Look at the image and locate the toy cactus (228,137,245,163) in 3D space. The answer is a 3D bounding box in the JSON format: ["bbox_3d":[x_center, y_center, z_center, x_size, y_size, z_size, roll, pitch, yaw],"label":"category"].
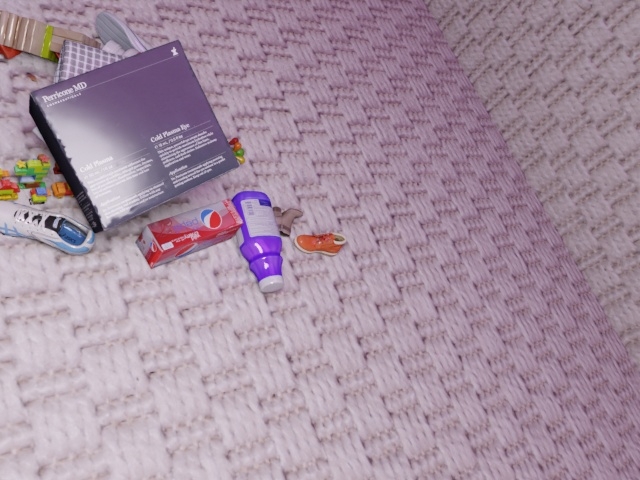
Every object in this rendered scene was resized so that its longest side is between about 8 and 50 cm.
[{"bbox_3d":[-0.321,-0.271,1.700,0.219,0.112,0.180,-23,66,-36],"label":"toy cactus"}]

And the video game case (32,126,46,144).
[{"bbox_3d":[-0.516,-0.244,1.411,0.227,0.026,0.206,46,70,-17],"label":"video game case"}]

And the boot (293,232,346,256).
[{"bbox_3d":[0.000,0.000,1.754,0.157,0.084,0.059,8,58,-32],"label":"boot"}]

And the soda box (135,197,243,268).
[{"bbox_3d":[-0.327,-0.021,1.510,0.263,0.092,0.083,-24,76,-44],"label":"soda box"}]

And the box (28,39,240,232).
[{"bbox_3d":[-0.416,-0.230,1.345,0.343,0.179,0.313,-29,102,-25],"label":"box"}]

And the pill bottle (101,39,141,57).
[{"bbox_3d":[-0.507,-0.454,1.657,0.221,0.124,0.124,33,45,-15],"label":"pill bottle"}]

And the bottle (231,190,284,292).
[{"bbox_3d":[-0.165,0.001,1.619,0.118,0.092,0.283,0,61,-37],"label":"bottle"}]

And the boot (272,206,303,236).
[{"bbox_3d":[-0.099,-0.052,1.750,0.118,0.042,0.087,8,62,-32],"label":"boot"}]

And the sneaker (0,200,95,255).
[{"bbox_3d":[-0.614,-0.038,1.308,0.237,0.086,0.085,21,51,-23],"label":"sneaker"}]

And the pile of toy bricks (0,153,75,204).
[{"bbox_3d":[-0.645,-0.153,1.349,0.212,0.105,0.118,-10,67,-42],"label":"pile of toy bricks"}]

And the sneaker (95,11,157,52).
[{"bbox_3d":[-0.544,-0.563,1.745,0.258,0.094,0.091,47,29,-10],"label":"sneaker"}]

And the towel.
[{"bbox_3d":[-0.542,-0.331,1.483,0.235,0.121,0.284,8,79,-33],"label":"towel"}]

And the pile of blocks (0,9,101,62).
[{"bbox_3d":[-0.768,-0.513,1.534,0.362,0.149,0.113,13,96,-19],"label":"pile of blocks"}]
